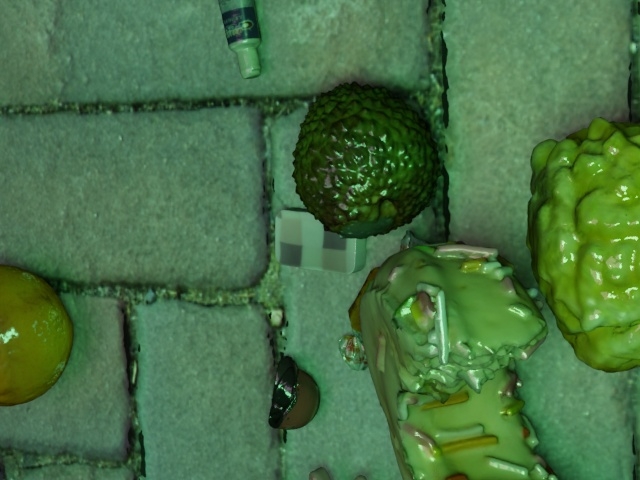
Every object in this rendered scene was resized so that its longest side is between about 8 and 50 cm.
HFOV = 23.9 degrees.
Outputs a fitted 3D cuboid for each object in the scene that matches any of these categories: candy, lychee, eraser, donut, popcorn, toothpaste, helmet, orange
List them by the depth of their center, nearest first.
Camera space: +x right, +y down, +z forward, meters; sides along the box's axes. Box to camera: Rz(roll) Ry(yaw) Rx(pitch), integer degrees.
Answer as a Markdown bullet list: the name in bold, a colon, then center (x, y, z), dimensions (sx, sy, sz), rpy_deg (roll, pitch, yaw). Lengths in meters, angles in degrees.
- **popcorn**: center (0.297, -0.004, 1.367), dimensions (0.225, 0.249, 0.249), rpy_deg (-13, 90, -2)
- **donut**: center (0.147, 0.171, 1.461), dimensions (0.150, 0.307, 0.371), rpy_deg (-17, 108, -8)
- **lychee**: center (0.043, -0.088, 1.562), dimensions (0.171, 0.171, 0.171), rpy_deg (5, 99, 31)
- **candy**: center (0.069, 0.061, 1.628), dimensions (0.053, 0.046, 0.182), rpy_deg (40, 120, 18)
- **eraser**: center (0.000, 0.000, 1.673), dimensions (0.105, 0.026, 0.065), rpy_deg (6, 103, 31)
- **toothpaste**: center (-0.098, -0.286, 1.691), dimensions (0.062, 0.037, 0.216), rpy_deg (-14, 84, 34)
- **helmet**: center (-0.024, 0.175, 1.699), dimensions (0.065, 0.049, 0.084), rpy_deg (157, 126, -65)
- **orange**: center (-0.391, 0.116, 1.859), dimensions (0.177, 0.155, 0.177), rpy_deg (7, 100, 40)

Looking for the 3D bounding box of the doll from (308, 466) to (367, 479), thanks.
- **doll**: center (0.033, 0.355, 1.663), dimensions (0.262, 0.093, 0.211), rpy_deg (22, 111, 28)
